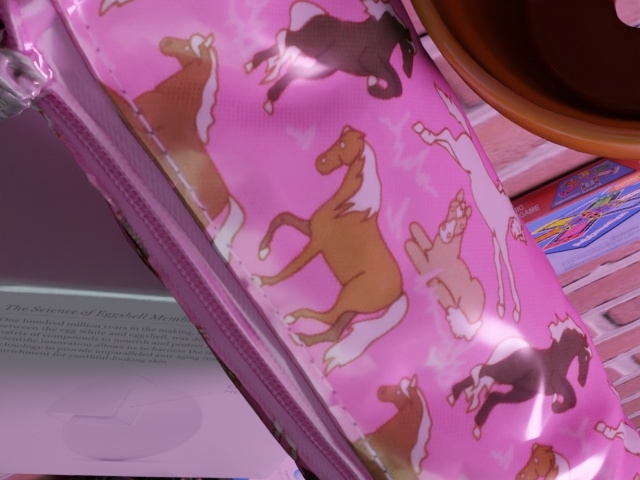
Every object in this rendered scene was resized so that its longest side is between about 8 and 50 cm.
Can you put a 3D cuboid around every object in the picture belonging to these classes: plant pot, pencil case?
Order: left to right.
[{"bbox_3d":[0.000,0.000,0.520,0.167,0.160,0.386,-38,116,-8],"label":"pencil case"},{"bbox_3d":[0.149,-0.130,0.566,0.205,0.205,0.188,-25,170,11],"label":"plant pot"}]

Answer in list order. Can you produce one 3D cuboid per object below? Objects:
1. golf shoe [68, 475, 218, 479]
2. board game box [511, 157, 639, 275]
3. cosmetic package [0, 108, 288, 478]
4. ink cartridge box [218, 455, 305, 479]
[{"bbox_3d":[-0.116,0.250,1.194,0.272,0.105,0.120,0,-176,20],"label":"golf shoe"},{"bbox_3d":[0.165,0.006,1.032,0.281,0.027,0.145,-25,156,11],"label":"board game box"},{"bbox_3d":[-0.100,0.031,0.713,0.224,0.138,0.225,6,148,-23],"label":"cosmetic package"},{"bbox_3d":[0.015,0.143,0.907,0.181,0.104,0.061,-19,-179,-17],"label":"ink cartridge box"}]
